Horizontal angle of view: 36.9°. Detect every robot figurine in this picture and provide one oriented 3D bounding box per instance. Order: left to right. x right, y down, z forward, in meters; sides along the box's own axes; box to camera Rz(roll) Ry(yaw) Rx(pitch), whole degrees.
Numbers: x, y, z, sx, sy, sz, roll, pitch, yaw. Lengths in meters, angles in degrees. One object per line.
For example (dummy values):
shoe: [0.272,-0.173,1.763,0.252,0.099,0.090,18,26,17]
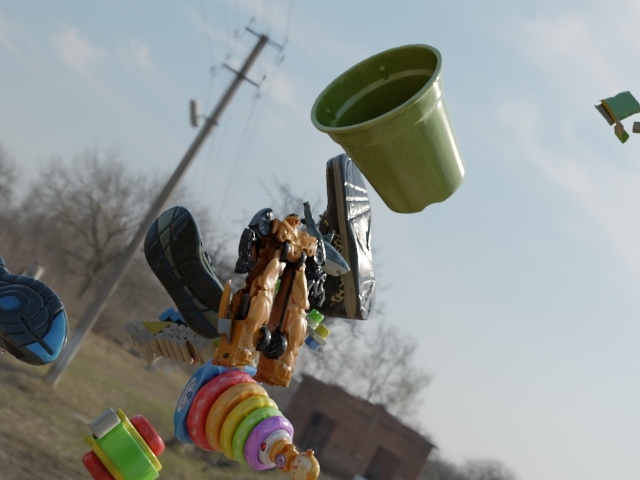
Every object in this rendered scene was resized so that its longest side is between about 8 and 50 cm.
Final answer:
robot figurine: [-0.088,0.090,1.638,0.085,0.291,0.211,-5,-25,42]

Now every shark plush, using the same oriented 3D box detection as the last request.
shark plush: [0.000,0.000,1.954,0.073,0.067,0.161,90,-22,-76]

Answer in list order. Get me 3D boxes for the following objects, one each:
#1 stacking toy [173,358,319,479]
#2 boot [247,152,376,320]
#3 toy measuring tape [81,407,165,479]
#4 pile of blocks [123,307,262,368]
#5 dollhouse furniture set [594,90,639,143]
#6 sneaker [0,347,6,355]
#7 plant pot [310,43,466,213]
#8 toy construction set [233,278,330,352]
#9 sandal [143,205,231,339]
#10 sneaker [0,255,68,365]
stacking toy: [-0.111,0.351,1.725,0.302,0.175,0.165,28,2,42]
boot: [-0.026,0.003,2.206,0.284,0.378,0.138,-7,1,28]
toy measuring tape: [-0.275,0.300,1.352,0.121,0.121,0.330,31,-18,-3]
pile of blocks: [-0.286,0.240,2.312,0.362,0.149,0.113,5,-39,12]
dollhouse furniture set: [0.577,-0.235,1.790,0.059,0.076,0.152,68,-3,-54]
sneaker: [-0.641,0.183,2.020,0.083,0.214,0.084,-115,-168,-54]
plant pot: [0.157,-0.201,1.880,0.276,0.276,0.254,17,-35,51]
toy construction set: [-0.089,0.167,2.066,0.215,0.151,0.328,40,-15,2]
sandal: [-0.255,0.070,1.880,0.303,0.120,0.086,63,4,24]
sneaker: [-0.548,0.127,1.670,0.125,0.140,0.341,-18,41,-40]
